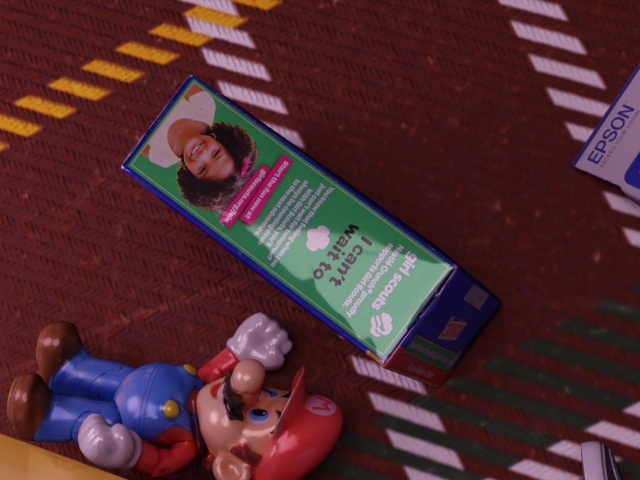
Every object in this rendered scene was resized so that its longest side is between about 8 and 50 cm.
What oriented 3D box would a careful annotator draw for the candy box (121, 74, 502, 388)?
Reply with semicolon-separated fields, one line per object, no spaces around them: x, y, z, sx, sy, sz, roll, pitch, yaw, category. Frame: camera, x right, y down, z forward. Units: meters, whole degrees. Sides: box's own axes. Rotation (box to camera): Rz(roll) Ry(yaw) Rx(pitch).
0.000;0.000;1.817;0.317;0.268;0.122;35;90;17;candy box

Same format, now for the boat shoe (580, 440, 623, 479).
0.301;0.295;1.785;0.076;0.080;0.228;-14;76;5;boat shoe

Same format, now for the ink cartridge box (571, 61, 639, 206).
0.445;-0.131;1.841;0.307;0.072;0.304;31;84;47;ink cartridge box

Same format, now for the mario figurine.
-0.134;0.143;1.855;0.320;0.170;0.198;10;75;9;mario figurine

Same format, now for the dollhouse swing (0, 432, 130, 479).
-0.228;0.359;1.734;0.315;0.347;0.305;18;80;15;dollhouse swing
